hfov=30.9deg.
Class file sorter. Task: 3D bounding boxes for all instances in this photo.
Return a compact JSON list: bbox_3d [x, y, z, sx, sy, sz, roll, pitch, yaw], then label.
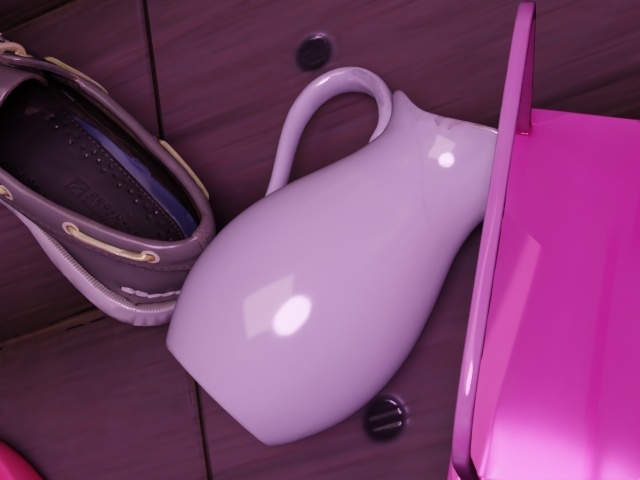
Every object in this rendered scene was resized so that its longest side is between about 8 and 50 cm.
[{"bbox_3d":[0.206,0.030,0.473,0.291,0.182,0.202,8,77,11],"label":"file sorter"}]

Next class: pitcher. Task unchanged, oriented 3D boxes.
[{"bbox_3d":[0.000,0.000,0.668,0.207,0.125,0.178,-46,49,-5],"label":"pitcher"}]

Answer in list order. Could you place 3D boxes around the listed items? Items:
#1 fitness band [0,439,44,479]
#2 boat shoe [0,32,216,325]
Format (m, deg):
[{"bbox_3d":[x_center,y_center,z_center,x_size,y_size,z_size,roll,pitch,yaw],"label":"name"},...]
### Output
[{"bbox_3d":[-0.284,0.254,0.763,0.291,0.054,0.209,-47,63,7],"label":"fitness band"},{"bbox_3d":[-0.187,-0.074,0.723,0.305,0.091,0.109,39,56,5],"label":"boat shoe"}]
